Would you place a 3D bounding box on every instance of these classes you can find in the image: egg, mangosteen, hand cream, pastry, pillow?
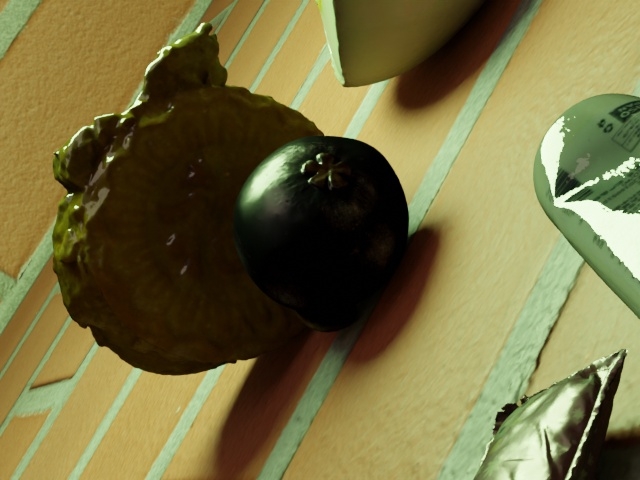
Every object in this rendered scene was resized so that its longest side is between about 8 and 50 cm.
[{"bbox_3d":[0.075,-0.246,1.393,0.271,0.162,0.206,82,178,-64],"label":"egg"},{"bbox_3d":[0.000,0.000,1.182,0.151,0.137,0.137,90,-165,-46],"label":"mangosteen"},{"bbox_3d":[0.176,-0.004,0.731,0.124,0.077,0.340,-38,21,1],"label":"hand cream"},{"bbox_3d":[-0.104,-0.012,1.290,0.240,0.235,0.132,-48,8,-15],"label":"pastry"},{"bbox_3d":[0.088,0.136,0.734,0.185,0.043,0.118,-60,9,-31],"label":"pillow"}]
